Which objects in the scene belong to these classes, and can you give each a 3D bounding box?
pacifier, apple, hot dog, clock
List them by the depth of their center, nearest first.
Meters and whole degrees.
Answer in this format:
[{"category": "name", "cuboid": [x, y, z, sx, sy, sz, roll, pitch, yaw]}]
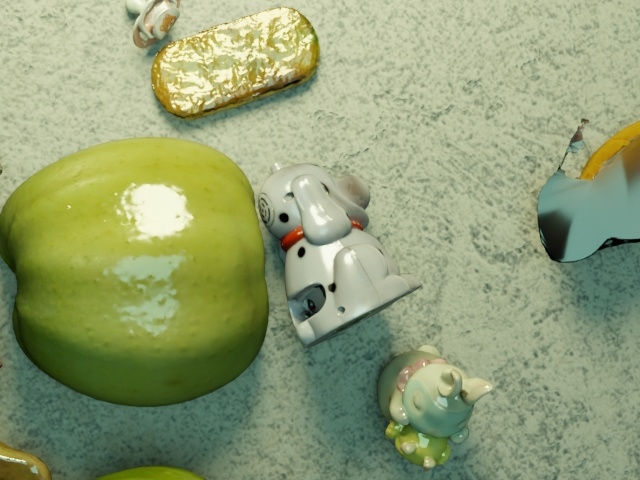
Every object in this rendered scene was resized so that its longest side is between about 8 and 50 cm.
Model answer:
[{"category": "apple", "cuboid": [-0.257, 0.050, 1.495, 0.360, 0.311, 0.320, -6, 47, -11]}, {"category": "pacifier", "cuboid": [-0.239, -0.319, 1.505, 0.078, 0.081, 0.099, 35, 84, 20]}, {"category": "clock", "cuboid": [0.003, 0.002, 1.511, 0.189, 0.189, 0.253, -22, 79, -8]}, {"category": "hot dog", "cuboid": [0.457, -0.094, 1.605, 0.326, 0.107, 0.194, -17, 84, 1]}]

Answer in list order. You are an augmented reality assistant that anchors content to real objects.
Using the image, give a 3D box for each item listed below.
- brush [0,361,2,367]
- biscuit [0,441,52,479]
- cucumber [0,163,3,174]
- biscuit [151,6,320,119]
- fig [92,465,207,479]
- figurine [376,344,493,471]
[{"category": "brush", "cuboid": [-0.567, 0.097, 1.460, 0.321, 0.060, 0.050, 35, 73, -8]}, {"category": "biscuit", "cuboid": [-0.558, 0.255, 1.428, 0.368, 0.076, 0.394, -31, 104, 0]}, {"category": "cucumber", "cuboid": [-0.483, -0.123, 1.470, 0.064, 0.064, 0.112, -31, 93, -8]}, {"category": "biscuit", "cuboid": [-0.119, -0.251, 1.543, 0.247, 0.029, 0.118, -20, 87, -8]}, {"category": "fig", "cuboid": [-0.262, 0.434, 1.403, 0.316, 0.316, 0.316, 0, 91, -9]}, {"category": "figurine", "cuboid": [0.152, 0.229, 1.488, 0.127, 0.235, 0.155, 34, 86, -8]}]
